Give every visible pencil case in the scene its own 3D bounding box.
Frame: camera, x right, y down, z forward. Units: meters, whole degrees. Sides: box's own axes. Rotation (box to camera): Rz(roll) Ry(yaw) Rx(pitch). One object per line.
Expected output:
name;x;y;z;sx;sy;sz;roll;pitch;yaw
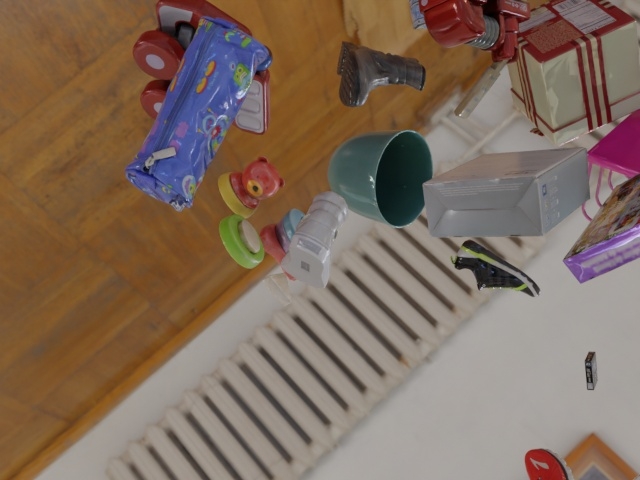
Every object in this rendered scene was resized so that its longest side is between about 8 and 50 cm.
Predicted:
pencil case;-0.194;-0.198;1.209;0.306;0.119;0.133;-65;169;-8

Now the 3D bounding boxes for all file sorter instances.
file sorter;0.738;-0.149;1.728;0.290;0.202;0.182;-36;138;-33

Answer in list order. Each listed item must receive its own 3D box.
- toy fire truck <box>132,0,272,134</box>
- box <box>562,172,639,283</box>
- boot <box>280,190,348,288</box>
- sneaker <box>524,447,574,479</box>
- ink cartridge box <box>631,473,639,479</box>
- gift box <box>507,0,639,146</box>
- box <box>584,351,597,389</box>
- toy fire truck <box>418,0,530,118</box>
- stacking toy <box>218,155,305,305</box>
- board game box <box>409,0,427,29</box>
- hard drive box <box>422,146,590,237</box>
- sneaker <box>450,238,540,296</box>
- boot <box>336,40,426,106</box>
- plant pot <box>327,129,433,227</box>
toy fire truck;-0.216;-0.347;1.541;0.302;0.253;0.169;97;8;-56
box;0.566;-0.054;1.363;0.293;0.057;0.201;-41;-178;-40
boot;0.000;0.000;1.356;0.123;0.095;0.258;-61;180;-15
sneaker;0.517;0.588;1.776;0.118;0.279;0.107;15;125;-20
ink cartridge box;0.349;0.435;0.863;0.306;0.226;0.131;-40;135;6
gift box;0.568;-0.394;1.761;0.255;0.276;0.258;-21;128;5
box;0.716;0.344;2.061;0.067;0.018;0.083;-28;112;-58
toy fire truck;0.267;-0.355;1.372;0.217;0.247;0.158;-1;174;-41
stacking toy;-0.102;-0.028;1.840;0.130;0.280;0.309;-31;120;21
board game box;0.339;-0.624;2.072;0.194;0.194;0.060;-7;170;-9
hard drive box;0.294;-0.077;1.208;0.232;0.181;0.089;-26;111;-51
sneaker;0.428;0.089;1.931;0.097;0.234;0.084;-58;180;6
boot;0.162;-0.415;1.948;0.338;0.222;0.118;-90;-169;-57
plant pot;0.165;-0.202;2.382;0.293;0.235;0.293;-16;112;-46
